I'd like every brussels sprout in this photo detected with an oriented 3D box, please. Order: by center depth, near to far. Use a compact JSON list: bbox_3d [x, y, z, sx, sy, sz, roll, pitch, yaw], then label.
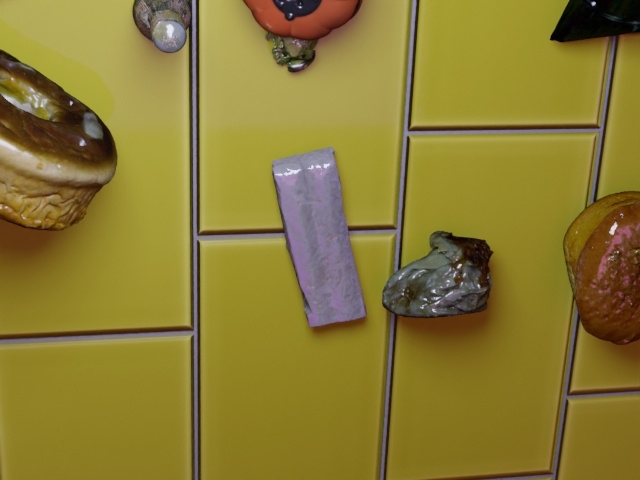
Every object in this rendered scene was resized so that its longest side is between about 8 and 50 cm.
[{"bbox_3d":[-0.038,-0.290,1.604,0.085,0.058,0.085,-2,127,-2],"label":"brussels sprout"}]

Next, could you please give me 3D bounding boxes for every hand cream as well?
[{"bbox_3d":[-0.213,-0.295,1.483,0.084,0.203,0.084,-4,114,-10],"label":"hand cream"}]

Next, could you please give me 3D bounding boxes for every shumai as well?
[{"bbox_3d":[0.188,0.053,1.748,0.184,0.184,0.142,0,88,-11],"label":"shumai"}]

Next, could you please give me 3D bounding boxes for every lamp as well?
[{"bbox_3d":[-0.023,-0.380,1.515,0.187,0.164,0.188,4,130,5],"label":"lamp"}]

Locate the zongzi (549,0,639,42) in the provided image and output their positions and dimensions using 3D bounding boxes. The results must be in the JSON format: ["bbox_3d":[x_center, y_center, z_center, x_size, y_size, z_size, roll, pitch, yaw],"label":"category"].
[{"bbox_3d":[0.503,-0.506,1.572,0.319,0.362,0.383,-9,151,-10],"label":"zongzi"}]

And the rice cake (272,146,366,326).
[{"bbox_3d":[-0.002,0.002,1.729,0.106,0.050,0.298,-14,114,-5],"label":"rice cake"}]

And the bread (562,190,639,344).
[{"bbox_3d":[0.524,0.039,1.801,0.268,0.146,0.268,-6,116,-12],"label":"bread"}]

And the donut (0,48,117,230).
[{"bbox_3d":[-0.431,-0.147,1.458,0.330,0.330,0.160,30,114,-20],"label":"donut"}]
